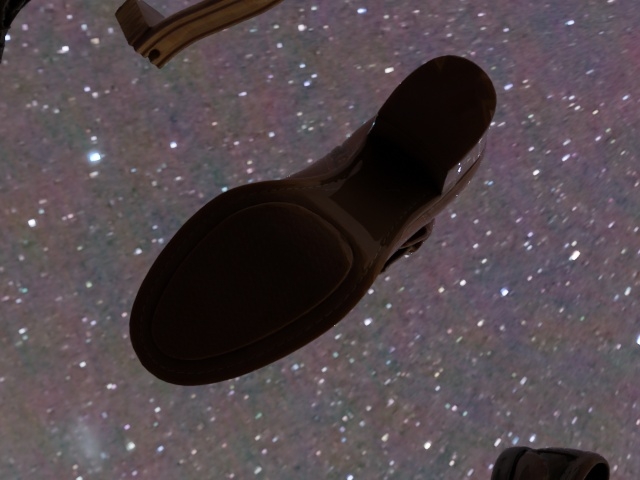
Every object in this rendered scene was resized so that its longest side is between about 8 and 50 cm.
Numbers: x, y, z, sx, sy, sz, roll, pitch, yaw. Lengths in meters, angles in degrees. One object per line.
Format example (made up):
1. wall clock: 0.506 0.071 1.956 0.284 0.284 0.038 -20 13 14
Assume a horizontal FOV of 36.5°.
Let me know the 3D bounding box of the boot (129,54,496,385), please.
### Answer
1. boot: 0.000 0.000 0.680 0.109 0.220 0.283 42 -99 7

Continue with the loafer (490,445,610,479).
1. loafer: 0.161 0.271 0.706 0.084 0.267 0.096 -16 -44 37

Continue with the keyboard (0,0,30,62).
1. keyboard: -0.274 -0.118 0.564 0.317 0.202 0.033 -57 -141 34

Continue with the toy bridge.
1. toy bridge: -0.018 -0.149 0.462 0.188 0.026 0.063 -39 -130 14
